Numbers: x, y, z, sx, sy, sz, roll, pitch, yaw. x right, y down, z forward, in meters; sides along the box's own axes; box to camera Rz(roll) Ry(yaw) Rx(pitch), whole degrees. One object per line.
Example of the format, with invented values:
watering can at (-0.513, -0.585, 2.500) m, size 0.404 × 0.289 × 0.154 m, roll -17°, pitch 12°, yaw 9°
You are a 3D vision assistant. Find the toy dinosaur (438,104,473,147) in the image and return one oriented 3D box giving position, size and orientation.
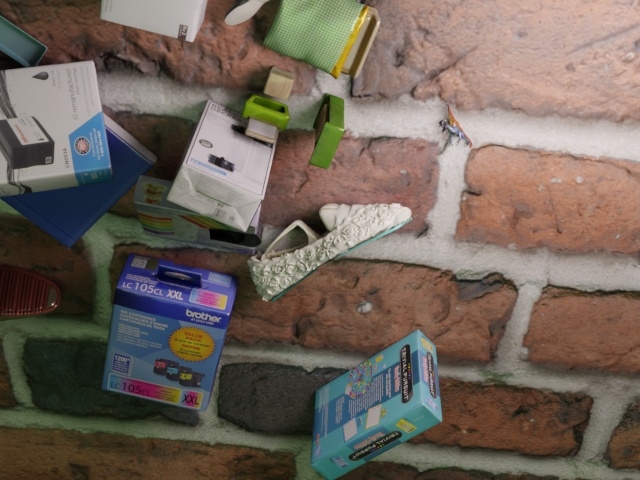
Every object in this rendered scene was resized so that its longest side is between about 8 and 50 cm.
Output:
toy dinosaur at (0.286, -0.224, 1.797) m, size 0.082 × 0.047 × 0.090 m, roll 11°, pitch 116°, yaw -26°

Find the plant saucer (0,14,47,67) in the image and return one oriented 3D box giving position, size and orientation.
plant saucer at (-0.641, -0.419, 1.737) m, size 0.192 × 0.018 × 0.067 m, roll 34°, pitch 120°, yaw -19°

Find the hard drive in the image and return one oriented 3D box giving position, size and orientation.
hard drive at (-0.539, -0.143, 1.907) m, size 0.210 × 0.040 × 0.319 m, roll 40°, pitch 118°, yaw -21°

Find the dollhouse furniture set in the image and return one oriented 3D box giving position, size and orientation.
dollhouse furniture set at (-0.024, -0.323, 1.679) m, size 0.198 × 0.151 × 0.301 m, roll 18°, pitch 124°, yaw -8°

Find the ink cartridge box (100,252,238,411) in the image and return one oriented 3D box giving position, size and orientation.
ink cartridge box at (-0.356, 0.198, 2.069) m, size 0.270 × 0.151 × 0.395 m, roll 13°, pitch 123°, yaw -5°

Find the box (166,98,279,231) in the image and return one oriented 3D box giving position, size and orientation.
box at (-0.187, -0.155, 1.725) m, size 0.169 × 0.290 × 0.087 m, roll 23°, pitch 121°, yaw -10°

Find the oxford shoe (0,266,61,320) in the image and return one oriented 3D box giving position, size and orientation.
oxford shoe at (-0.793, 0.142, 2.100) m, size 0.349 × 0.122 × 0.130 m, roll 4°, pitch 151°, yaw 0°

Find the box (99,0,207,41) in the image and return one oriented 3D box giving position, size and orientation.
box at (-0.296, -0.487, 1.605) m, size 0.182 × 0.119 × 0.180 m, roll 13°, pitch 124°, yaw -5°

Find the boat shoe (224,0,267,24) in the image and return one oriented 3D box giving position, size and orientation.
boat shoe at (-0.137, -0.459, 1.663) m, size 0.125 × 0.038 × 0.046 m, roll -34°, pitch 158°, yaw 30°

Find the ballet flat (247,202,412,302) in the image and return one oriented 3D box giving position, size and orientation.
ballet flat at (0.000, 0.000, 1.922) m, size 0.409 × 0.147 × 0.147 m, roll -31°, pitch 117°, yaw 22°

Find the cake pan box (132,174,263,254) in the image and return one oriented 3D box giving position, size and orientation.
cake pan box at (-0.251, -0.048, 1.857) m, size 0.267 × 0.070 × 0.246 m, roll 11°, pitch 166°, yaw -4°

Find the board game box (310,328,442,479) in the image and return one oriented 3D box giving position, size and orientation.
board game box at (0.131, 0.398, 2.106) m, size 0.336 × 0.253 × 0.079 m, roll -34°, pitch 117°, yaw 24°

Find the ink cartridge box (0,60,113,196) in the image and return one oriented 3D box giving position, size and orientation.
ink cartridge box at (-0.576, -0.212, 1.696) m, size 0.308 × 0.129 × 0.223 m, roll -9°, pitch 85°, yaw -12°
